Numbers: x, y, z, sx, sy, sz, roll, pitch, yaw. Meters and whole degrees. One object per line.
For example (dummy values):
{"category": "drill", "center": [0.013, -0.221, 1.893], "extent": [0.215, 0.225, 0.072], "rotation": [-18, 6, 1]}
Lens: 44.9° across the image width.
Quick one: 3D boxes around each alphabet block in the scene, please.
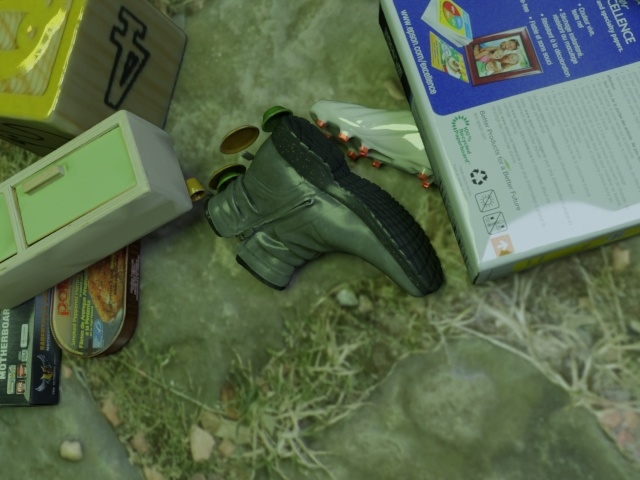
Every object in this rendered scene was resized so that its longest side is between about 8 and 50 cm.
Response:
{"category": "alphabet block", "center": [-0.301, -0.206, 0.909], "extent": [0.192, 0.197, 0.194], "rotation": [8, 82, 22]}

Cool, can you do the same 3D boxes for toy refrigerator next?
{"category": "toy refrigerator", "center": [-0.286, -0.028, 0.852], "extent": [0.269, 0.094, 0.102], "rotation": [-27, 70, 17]}

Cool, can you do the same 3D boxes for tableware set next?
{"category": "tableware set", "center": [-0.084, -0.091, 0.855], "extent": [0.154, 0.104, 0.024], "rotation": [-33, 71, 11]}

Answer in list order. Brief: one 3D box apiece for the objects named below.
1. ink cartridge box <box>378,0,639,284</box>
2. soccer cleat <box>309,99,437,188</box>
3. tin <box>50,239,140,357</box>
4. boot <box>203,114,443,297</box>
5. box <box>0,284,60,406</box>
{"category": "ink cartridge box", "center": [0.245, -0.145, 0.755], "extent": [0.307, 0.072, 0.304], "rotation": [-15, 72, -3]}
{"category": "soccer cleat", "center": [0.081, -0.113, 0.825], "extent": [0.196, 0.068, 0.076], "rotation": [26, 81, 17]}
{"category": "tin", "center": [-0.270, 0.046, 0.931], "extent": [0.106, 0.040, 0.190], "rotation": [-3, 77, 15]}
{"category": "boot", "center": [0.000, 0.000, 0.827], "extent": [0.246, 0.083, 0.161], "rotation": [45, 117, 7]}
{"category": "box", "center": [-0.410, 0.090, 0.961], "extent": [0.182, 0.056, 0.231], "rotation": [-4, 77, 19]}
